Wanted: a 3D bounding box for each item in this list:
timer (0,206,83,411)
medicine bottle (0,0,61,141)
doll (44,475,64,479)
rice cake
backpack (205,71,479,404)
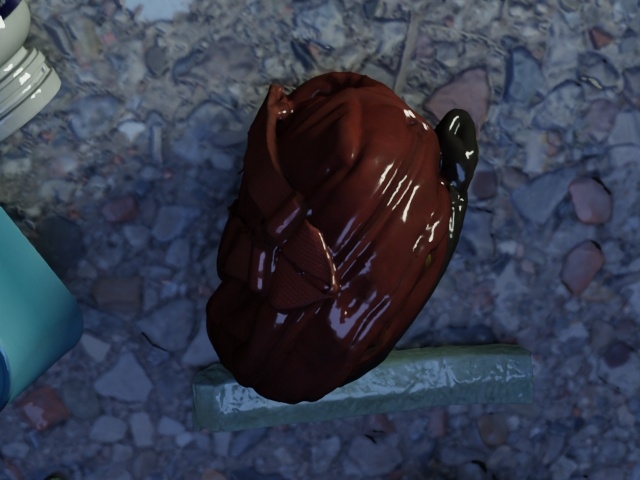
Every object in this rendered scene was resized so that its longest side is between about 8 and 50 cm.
[{"bbox_3d":[-0.299,0.009,0.911,0.232,0.091,0.250,-21,105,31],"label":"timer"},{"bbox_3d":[-0.246,-0.146,0.876,0.107,0.107,0.191,-34,111,6],"label":"medicine bottle"},{"bbox_3d":[-0.180,0.317,1.035,0.213,0.236,0.213,-31,151,-20],"label":"doll"},{"bbox_3d":[0.030,0.104,1.040,0.245,0.042,0.045,-5,108,-5],"label":"rice cake"},{"bbox_3d":[0.002,0.001,0.905,0.139,0.229,0.229,30,104,-13],"label":"backpack"}]
